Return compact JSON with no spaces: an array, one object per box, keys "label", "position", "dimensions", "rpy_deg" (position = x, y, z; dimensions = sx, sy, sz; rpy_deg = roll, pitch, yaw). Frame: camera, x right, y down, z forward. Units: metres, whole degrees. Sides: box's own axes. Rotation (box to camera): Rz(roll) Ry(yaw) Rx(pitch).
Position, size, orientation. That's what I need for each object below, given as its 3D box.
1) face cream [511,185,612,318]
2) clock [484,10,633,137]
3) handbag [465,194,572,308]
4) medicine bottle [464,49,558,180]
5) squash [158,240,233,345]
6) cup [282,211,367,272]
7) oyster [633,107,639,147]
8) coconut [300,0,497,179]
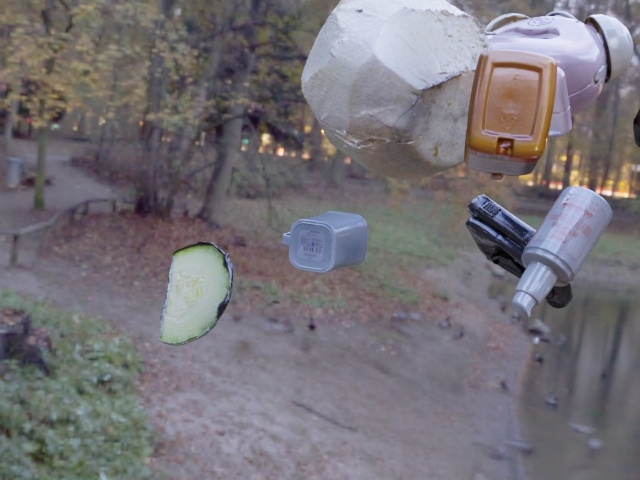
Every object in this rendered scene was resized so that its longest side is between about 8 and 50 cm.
[{"label":"face cream","position":[0.410,0.026,1.436],"dimensions":[0.101,0.251,0.101],"rpy_deg":[34,-19,13]},{"label":"clock","position":[0.447,-0.366,1.722],"dimensions":[0.342,0.184,0.326],"rpy_deg":[19,44,36]},{"label":"handbag","position":[0.466,0.033,1.927],"dimensions":[0.275,0.088,0.244],"rpy_deg":[38,-10,39]},{"label":"medicine bottle","position":[0.273,-0.175,1.201],"dimensions":[0.112,0.149,0.222],"rpy_deg":[9,-4,10]},{"label":"squash","position":[-0.197,0.101,1.478],"dimensions":[0.184,0.191,0.085],"rpy_deg":[-10,-23,41]},{"label":"cup","position":[0.000,0.000,1.413],"dimensions":[0.128,0.095,0.129],"rpy_deg":[9,9,26]},{"label":"oyster","position":[0.496,-0.161,1.166],"dimensions":[0.107,0.161,0.233],"rpy_deg":[4,6,29]},{"label":"coconut","position":[0.137,-0.301,1.542],"dimensions":[0.346,0.346,0.360],"rpy_deg":[2,26,-40]}]
